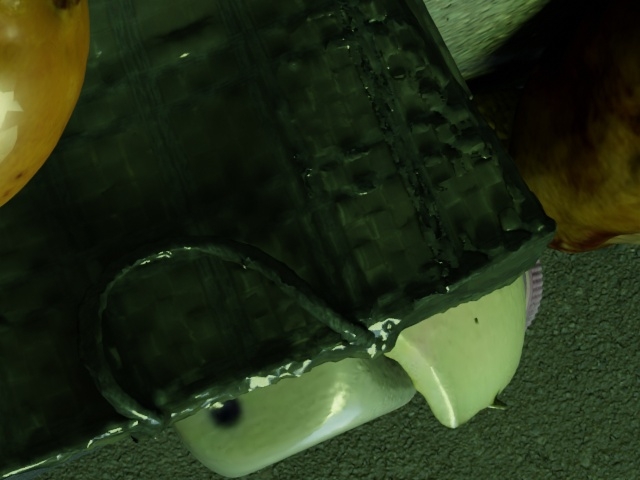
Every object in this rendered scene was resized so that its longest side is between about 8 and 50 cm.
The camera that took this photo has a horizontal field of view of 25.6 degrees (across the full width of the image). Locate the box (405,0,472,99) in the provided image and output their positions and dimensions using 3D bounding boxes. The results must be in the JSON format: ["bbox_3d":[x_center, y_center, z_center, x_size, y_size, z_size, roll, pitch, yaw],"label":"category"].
[{"bbox_3d":[0.027,-0.085,0.674,0.060,0.084,0.063,-29,176,29],"label":"box"}]

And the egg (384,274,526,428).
[{"bbox_3d":[0.006,-0.007,0.863,0.271,0.161,0.206,13,-154,35],"label":"egg"}]

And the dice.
[{"bbox_3d":[-0.033,0.096,1.286,0.193,0.191,0.194,-26,171,21],"label":"dice"}]

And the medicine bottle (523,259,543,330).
[{"bbox_3d":[0.119,0.052,1.494,0.178,0.178,0.291,-27,170,22],"label":"medicine bottle"}]

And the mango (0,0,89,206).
[{"bbox_3d":[-0.129,-0.050,0.401,0.159,0.105,0.084,-15,-154,41],"label":"mango"}]

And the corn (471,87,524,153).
[{"bbox_3d":[0.133,-0.066,1.042,0.260,0.091,0.091,-13,130,-39],"label":"corn"}]

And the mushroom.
[{"bbox_3d":[0.275,-0.065,0.884,0.346,0.259,0.345,-20,173,-2],"label":"mushroom"}]

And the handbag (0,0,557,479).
[{"bbox_3d":[-0.055,-0.019,0.516,0.270,0.175,0.088,-21,169,-18],"label":"handbag"}]
